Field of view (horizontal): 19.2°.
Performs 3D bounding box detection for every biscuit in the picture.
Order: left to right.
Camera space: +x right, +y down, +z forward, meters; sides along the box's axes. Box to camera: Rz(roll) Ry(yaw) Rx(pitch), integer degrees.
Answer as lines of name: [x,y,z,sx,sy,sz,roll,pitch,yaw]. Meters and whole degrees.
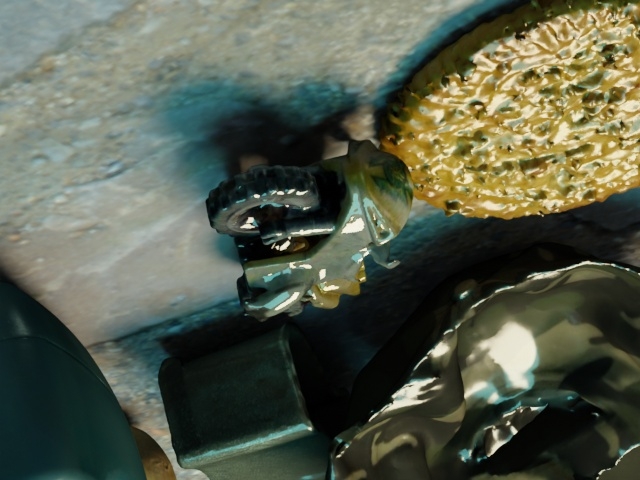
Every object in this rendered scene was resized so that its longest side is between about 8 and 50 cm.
biscuit: [0.164,-0.083,1.223,0.254,0.035,0.254,-11,152,-6]

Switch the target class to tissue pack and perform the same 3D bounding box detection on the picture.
tissue pack: [-0.233,0.149,1.309,0.198,0.206,0.287,-24,153,0]

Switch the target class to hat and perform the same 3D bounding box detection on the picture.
hat: [0.152,0.143,1.515,0.366,0.257,0.382,-23,179,-3]

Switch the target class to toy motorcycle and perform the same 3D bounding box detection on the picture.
toy motorcycle: [0.000,-0.001,1.244,0.130,0.094,0.229,-17,160,-2]

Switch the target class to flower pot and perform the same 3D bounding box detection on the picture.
flower pot: [-0.039,0.146,1.478,0.108,0.103,0.229,-17,153,8]

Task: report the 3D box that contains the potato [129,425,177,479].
potato: [-0.181,0.200,1.518,0.147,0.112,0.112,-27,150,37]
